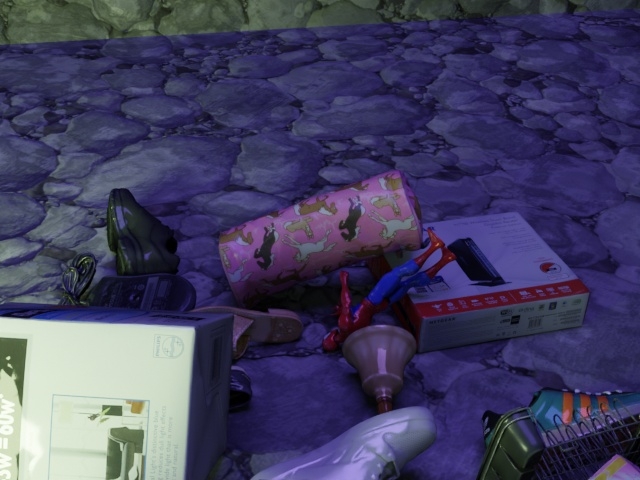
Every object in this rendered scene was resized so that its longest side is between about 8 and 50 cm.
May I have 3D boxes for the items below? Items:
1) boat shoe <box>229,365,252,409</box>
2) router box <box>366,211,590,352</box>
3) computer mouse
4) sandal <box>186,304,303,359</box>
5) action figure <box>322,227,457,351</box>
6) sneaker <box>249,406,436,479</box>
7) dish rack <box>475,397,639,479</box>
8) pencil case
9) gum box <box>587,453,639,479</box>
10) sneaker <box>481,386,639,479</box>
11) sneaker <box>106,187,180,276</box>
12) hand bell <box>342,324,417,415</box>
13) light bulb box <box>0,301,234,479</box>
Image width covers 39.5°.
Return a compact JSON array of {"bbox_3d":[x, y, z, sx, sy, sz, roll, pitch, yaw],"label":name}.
[{"bbox_3d":[-0.208,0.248,1.423,0.206,0.075,0.065,-6,30,-21],"label":"boat shoe"},{"bbox_3d":[0.291,0.070,1.721,0.336,0.082,0.301,-8,34,-15],"label":"router box"},{"bbox_3d":[-0.348,0.117,1.619,0.272,0.072,0.188,4,51,14],"label":"computer mouse"},{"bbox_3d":[-0.142,0.167,1.543,0.240,0.088,0.079,-2,30,-16],"label":"sandal"},{"bbox_3d":[0.094,0.080,1.598,0.280,0.091,0.139,-44,45,1],"label":"action figure"},{"bbox_3d":[0.057,0.354,1.229,0.293,0.108,0.169,-25,40,-8],"label":"sneaker"},{"bbox_3d":[0.363,0.304,1.254,0.272,0.208,0.074,-9,45,-18],"label":"dish rack"},{"bbox_3d":[0.000,0.000,1.650,0.386,0.167,0.160,-18,10,3],"label":"pencil case"},{"bbox_3d":[0.376,0.382,1.174,0.188,0.062,0.107,-40,43,-5],"label":"gum box"},{"bbox_3d":[0.393,0.271,1.379,0.302,0.108,0.121,-11,43,-17],"label":"sneaker"},{"bbox_3d":[-0.362,-0.007,1.809,0.130,0.109,0.286,-5,42,-22],"label":"sneaker"},{"bbox_3d":[0.103,0.266,1.414,0.126,0.126,0.242,0,46,-3],"label":"hand bell"},{"bbox_3d":[-0.322,0.205,1.209,0.361,0.225,0.358,3,-2,2],"label":"light bulb box"}]
